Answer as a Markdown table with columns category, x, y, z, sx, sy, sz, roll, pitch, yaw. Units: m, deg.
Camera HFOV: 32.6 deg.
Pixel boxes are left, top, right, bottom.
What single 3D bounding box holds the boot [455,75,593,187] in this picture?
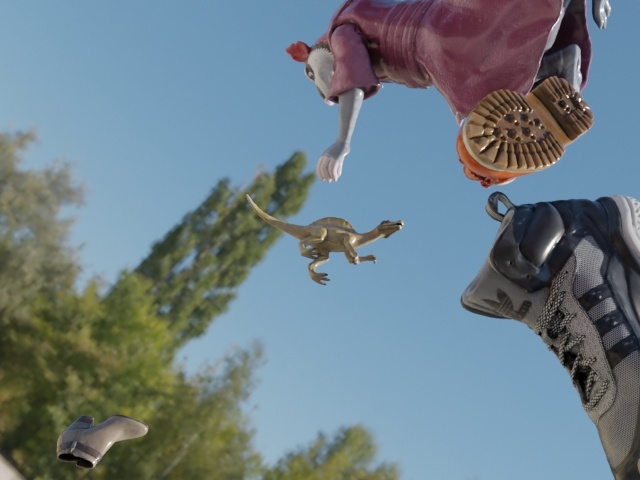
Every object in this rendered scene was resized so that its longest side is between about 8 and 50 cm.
| category | x | y | z | sx | sy | sz | roll | pitch | yaw |
| --- | --- | --- | --- | --- | --- | --- | --- | --- | --- |
| boot | 0.122 | -0.060 | 0.739 | 0.084 | 0.158 | 0.059 | -38 | -100 | 34 |

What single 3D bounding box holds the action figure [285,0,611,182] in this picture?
| category | x | y | z | sx | sy | sz | roll | pitch | yaw |
| --- | --- | --- | --- | --- | --- | --- | --- | --- | --- |
| action figure | 0.112 | -0.222 | 1.207 | 0.370 | 0.248 | 0.276 | 8 | -61 | 30 |

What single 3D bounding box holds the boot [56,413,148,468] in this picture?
| category | x | y | z | sx | sy | sz | roll | pitch | yaw |
| --- | --- | --- | --- | --- | --- | --- | --- | --- | --- |
| boot | -0.313 | 0.288 | 1.554 | 0.118 | 0.087 | 0.042 | 3 | -57 | 7 |

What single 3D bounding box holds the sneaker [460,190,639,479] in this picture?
| category | x | y | z | sx | sy | sz | roll | pitch | yaw |
| --- | --- | --- | --- | --- | --- | --- | --- | --- | --- |
| sneaker | 0.191 | 0.074 | 0.854 | 0.153 | 0.268 | 0.101 | 8 | -36 | -10 |

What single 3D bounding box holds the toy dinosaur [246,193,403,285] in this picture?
| category | x | y | z | sx | sy | sz | roll | pitch | yaw |
| --- | --- | --- | --- | --- | --- | --- | --- | --- | --- |
| toy dinosaur | 0.000 | 0.000 | 1.240 | 0.183 | 0.092 | 0.053 | 7 | -50 | 1 |

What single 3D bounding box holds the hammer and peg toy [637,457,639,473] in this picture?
| category | x | y | z | sx | sy | sz | roll | pitch | yaw |
| --- | --- | --- | --- | --- | --- | --- | --- | --- | --- |
| hammer and peg toy | 0.318 | 0.031 | 0.564 | 0.361 | 0.266 | 0.127 | 117 | -40 | -51 |
